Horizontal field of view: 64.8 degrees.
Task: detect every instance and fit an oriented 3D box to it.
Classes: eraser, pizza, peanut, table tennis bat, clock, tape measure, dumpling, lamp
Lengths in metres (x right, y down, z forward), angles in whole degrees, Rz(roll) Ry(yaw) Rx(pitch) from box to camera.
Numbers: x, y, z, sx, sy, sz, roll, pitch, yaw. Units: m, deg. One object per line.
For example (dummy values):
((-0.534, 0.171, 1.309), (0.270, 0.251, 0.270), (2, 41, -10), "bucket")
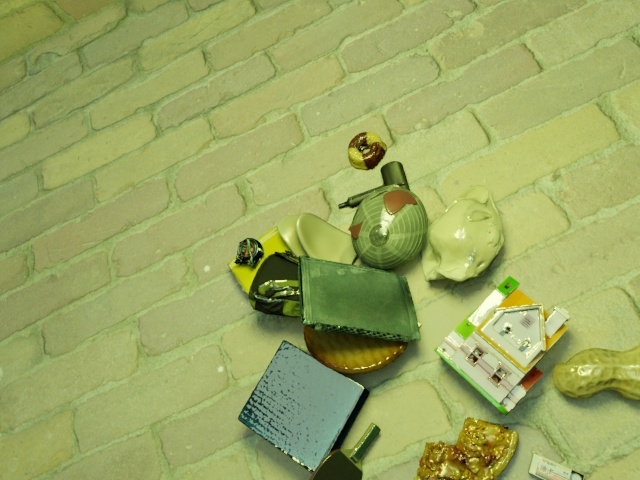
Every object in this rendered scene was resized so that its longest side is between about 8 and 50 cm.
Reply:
((-0.182, 0.073, 1.676), (0.226, 0.069, 0.158), (-39, 65, -3), "eraser")
((0.367, 0.559, 1.298), (0.305, 0.085, 0.161), (-30, 62, 1), "pizza")
((0.585, 0.580, 1.255), (0.122, 0.029, 0.052), (18, 74, 23), "eraser")
((0.743, 0.334, 1.266), (0.298, 0.120, 0.136), (-8, 61, 15), "peanut")
((0.068, 0.606, 1.348), (0.274, 0.154, 0.021), (-47, 25, -19), "table tennis bat")
((0.499, 0.267, 1.342), (0.309, 0.166, 0.235), (-48, 63, 1), "clock")
((-0.228, 0.040, 1.635), (0.091, 0.054, 0.094), (13, 78, 21), "tape measure")
((0.414, 0.000, 1.507), (0.243, 0.187, 0.318), (-15, 46, 54), "dumpling")
((0.205, -0.038, 1.506), (0.265, 0.233, 0.233), (-49, 61, 20), "lamp")

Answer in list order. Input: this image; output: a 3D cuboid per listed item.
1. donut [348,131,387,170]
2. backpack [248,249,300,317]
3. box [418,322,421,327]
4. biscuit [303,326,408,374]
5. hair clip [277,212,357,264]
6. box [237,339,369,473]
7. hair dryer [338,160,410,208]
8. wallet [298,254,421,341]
((0.159, -0.316, 1.751), (0.140, 0.059, 0.140), (-8, 63, 15), "donut")
((-0.078, 0.134, 1.510), (0.253, 0.140, 0.207), (8, 43, 10), "backpack")
((0.254, 0.245, 1.505), (0.083, 0.012, 0.046), (33, 79, 26), "box")
((0.106, 0.251, 1.472), (0.318, 0.040, 0.318), (-6, 42, 6), "biscuit")
((-0.002, 0.009, 1.611), (0.282, 0.113, 0.172), (35, 62, -11), "hair clip")
((-0.046, 0.471, 1.438), (0.279, 0.116, 0.261), (26, 75, 25), "box")
((0.177, -0.130, 1.668), (0.248, 0.078, 0.195), (-20, 64, 18), "hair dryer")
((0.100, 0.169, 1.404), (0.342, 0.075, 0.237), (11, 42, -19), "wallet")
